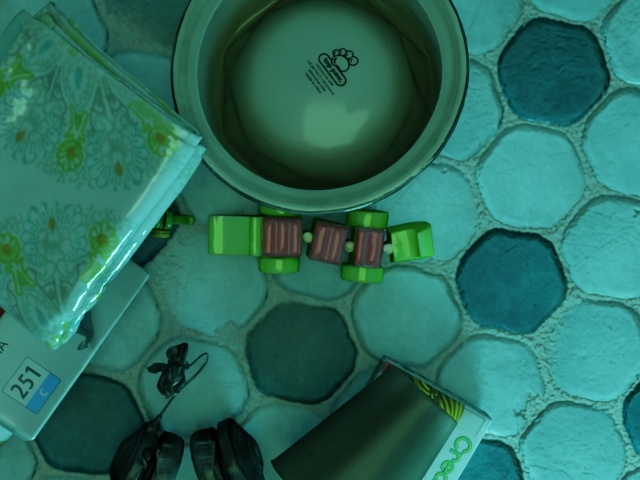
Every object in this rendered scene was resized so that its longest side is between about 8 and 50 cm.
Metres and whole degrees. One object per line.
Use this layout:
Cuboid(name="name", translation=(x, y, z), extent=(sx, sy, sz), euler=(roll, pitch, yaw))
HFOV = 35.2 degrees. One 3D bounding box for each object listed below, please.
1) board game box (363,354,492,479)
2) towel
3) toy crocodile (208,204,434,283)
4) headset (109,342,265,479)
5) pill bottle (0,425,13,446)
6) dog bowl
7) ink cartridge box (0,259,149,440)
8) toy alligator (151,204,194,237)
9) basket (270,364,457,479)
Cuboid(name="board game box", translation=(0.106, 0.358, 1.575), extent=(0.193, 0.053, 0.305), euler=(30, 92, -5))
Cuboid(name="towel", translation=(-0.373, -0.091, 1.373), extent=(0.320, 0.090, 0.374), euler=(40, 100, 12))
Cuboid(name="toy crocodile", translation=(0.000, 0.000, 1.514), extent=(0.341, 0.105, 0.115), euler=(6, 94, -3))
Cuboid(name="headset", translation=(-0.201, 0.344, 1.490), extent=(0.243, 0.185, 0.394), euler=(-1, 106, -4))
Cuboid(name="pill bottle", translation=(-0.573, 0.313, 1.492), extent=(0.229, 0.131, 0.131), euler=(-45, 96, 1))
Cuboid(name="dog bowl", translation=(0.001, -0.226, 1.439), extent=(0.408, 0.150, 0.408), euler=(-1, 82, 4))
Cuboid(name="ink cartridge box", translation=(-0.437, 0.094, 1.451), extent=(0.261, 0.066, 0.296), euler=(36, 67, -10))
Cuboid(name="toy alligator", translation=(-0.286, -0.037, 1.520), extent=(0.190, 0.051, 0.056), euler=(6, 94, -4))
Cuboid(name="basket", translation=(0.077, 0.306, 1.472), extent=(0.204, 0.154, 0.227), euler=(41, 88, 0))
